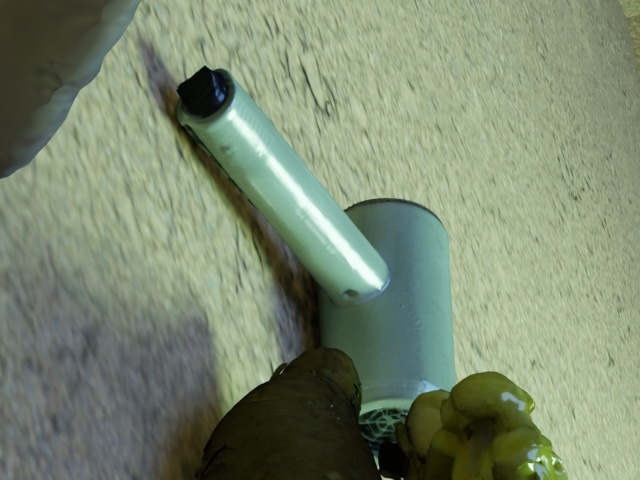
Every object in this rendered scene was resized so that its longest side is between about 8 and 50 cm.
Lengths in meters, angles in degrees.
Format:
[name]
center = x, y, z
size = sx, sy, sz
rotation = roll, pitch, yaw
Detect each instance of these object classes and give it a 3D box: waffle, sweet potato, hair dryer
[waffle]
center = 0.073, 0.198, 0.796
size = 0.307, 0.060, 0.312
rotation = -128, -146, -73
[sweet potato]
center = 0.001, 0.153, 0.737
size = 0.124, 0.098, 0.310
rotation = 87, -4, -57
[hair dryer]
center = 0.000, 0.000, 0.944
size = 0.236, 0.073, 0.131
rotation = 55, 25, -44

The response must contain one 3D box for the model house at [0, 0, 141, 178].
[model house]
center = -0.111, -0.147, 0.360
size = 0.202, 0.237, 0.237
rotation = 54, 28, -49
